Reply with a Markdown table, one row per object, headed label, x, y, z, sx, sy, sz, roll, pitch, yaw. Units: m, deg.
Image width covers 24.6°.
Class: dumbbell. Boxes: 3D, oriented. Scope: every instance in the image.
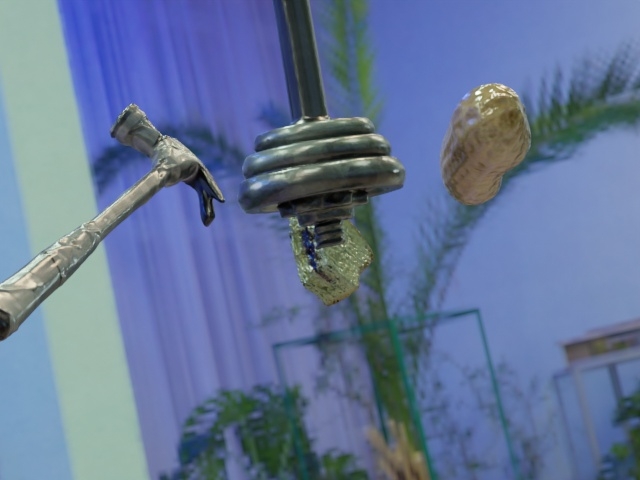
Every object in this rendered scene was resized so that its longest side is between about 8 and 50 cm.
| label | x | y | z | sx | sy | sz | roll | pitch | yaw |
| --- | --- | --- | --- | --- | --- | --- | --- | --- | --- |
| dumbbell | -0.013 | -0.121 | 0.952 | 0.110 | 0.254 | 0.110 | -9 | -4 | -1 |

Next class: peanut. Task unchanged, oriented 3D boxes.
| label | x | y | z | sx | sy | sz | roll | pitch | yaw |
| --- | --- | --- | --- | --- | --- | --- | --- | --- | --- |
| peanut | 0.208 | -0.116 | 1.867 | 0.108 | 0.095 | 0.226 | 2 | -29 | -9 |

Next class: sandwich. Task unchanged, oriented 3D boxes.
| label | x | y | z | sx | sy | sz | roll | pitch | yaw |
| --- | --- | --- | --- | --- | --- | --- | --- | --- | --- |
| sandwich | 0.000 | 0.000 | 1.299 | 0.036 | 0.105 | 0.093 | -28 | 12 | 26 |

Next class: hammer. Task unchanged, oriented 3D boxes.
| label | x | y | z | sx | sy | sz | roll | pitch | yaw |
| --- | --- | --- | --- | --- | --- | --- | --- | --- | --- |
| hammer | -0.227 | -0.015 | 1.436 | 0.044 | 0.152 | 0.427 | -50 | -2 | 31 |
